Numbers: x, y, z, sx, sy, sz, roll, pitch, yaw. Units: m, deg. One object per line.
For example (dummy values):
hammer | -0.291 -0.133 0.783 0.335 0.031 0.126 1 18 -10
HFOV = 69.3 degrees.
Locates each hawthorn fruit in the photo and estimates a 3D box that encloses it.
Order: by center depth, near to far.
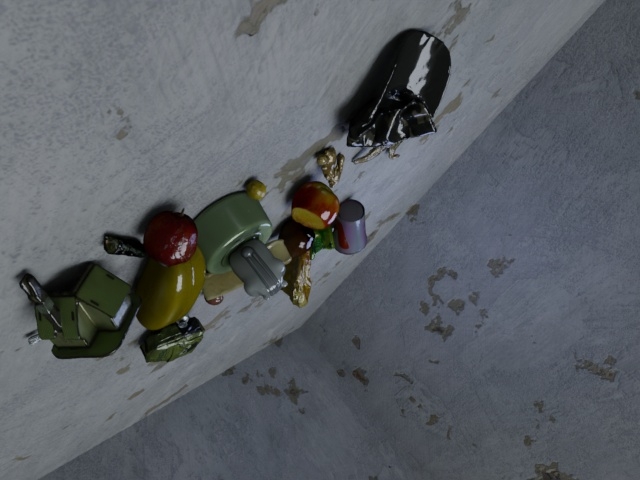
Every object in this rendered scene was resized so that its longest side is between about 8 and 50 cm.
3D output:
hawthorn fruit | -0.401 -0.017 1.258 0.148 0.148 0.172 -19 138 -54

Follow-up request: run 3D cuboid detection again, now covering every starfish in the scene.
starfish | 0.291 -0.427 1.893 0.324 0.082 0.432 -35 167 -31

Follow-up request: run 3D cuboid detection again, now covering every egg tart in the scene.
egg tart | -0.121 0.153 2.260 0.150 0.351 0.352 4 163 4

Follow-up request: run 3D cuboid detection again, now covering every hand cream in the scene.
hand cream | -0.498 0.224 1.643 0.042 0.194 0.067 19 122 -36

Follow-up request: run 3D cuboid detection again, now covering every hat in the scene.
hat | 0.242 -0.487 1.541 0.366 0.257 0.381 -7 110 -38

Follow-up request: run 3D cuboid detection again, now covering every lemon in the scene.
lemon | -0.203 -0.160 1.467 0.062 0.062 0.083 -40 162 -3

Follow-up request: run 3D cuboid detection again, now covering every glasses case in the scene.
glasses case | -0.485 0.154 1.455 0.141 0.173 0.371 -27 160 -49

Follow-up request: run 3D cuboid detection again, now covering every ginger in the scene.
ginger | 0.045 -0.270 1.718 0.193 0.053 0.176 -40 139 -47

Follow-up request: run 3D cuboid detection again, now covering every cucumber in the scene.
cucumber | -0.518 0.019 1.245 0.053 0.053 0.181 -42 168 4

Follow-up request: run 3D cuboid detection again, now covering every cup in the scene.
cup | 0.149 -0.077 2.354 0.203 0.203 0.288 -36 157 -17

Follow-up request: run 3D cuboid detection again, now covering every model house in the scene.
model house | -0.630 0.137 1.196 0.205 0.218 0.278 -5 129 9

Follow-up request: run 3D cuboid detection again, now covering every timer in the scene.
timer | -0.236 0.051 1.502 0.291 0.315 0.291 -38 166 -11

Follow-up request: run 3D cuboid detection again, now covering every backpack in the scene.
backpack | -0.626 0.417 1.942 0.253 0.140 0.207 -13 150 -47

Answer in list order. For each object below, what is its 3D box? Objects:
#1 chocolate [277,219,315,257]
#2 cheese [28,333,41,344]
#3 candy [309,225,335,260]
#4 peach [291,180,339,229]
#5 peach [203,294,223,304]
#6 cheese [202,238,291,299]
chocolate | -0.112 -0.006 1.967 0.177 0.176 0.177 -37 165 -12
cheese | -0.756 0.251 1.337 0.162 0.036 0.086 -28 159 -40
candy | 0.000 0.000 2.289 0.069 0.149 0.246 2 -168 33
peach | -0.026 -0.126 1.760 0.192 0.190 0.190 -54 162 17
peach | -0.450 0.235 1.950 0.083 0.083 0.083 -37 165 -12
cheese | -0.242 0.088 1.775 0.384 0.104 0.384 -26 -179 0
